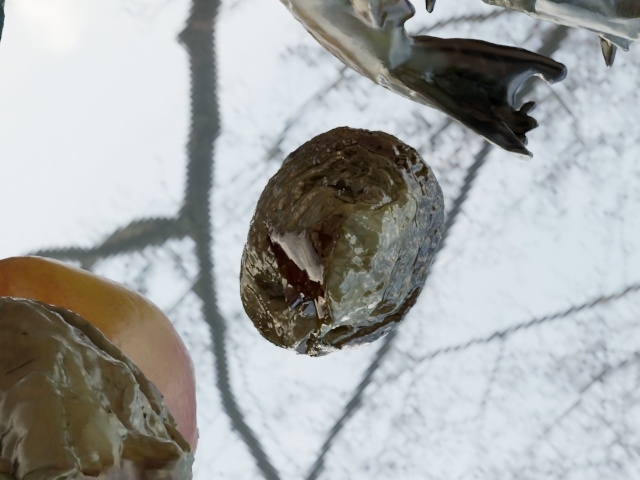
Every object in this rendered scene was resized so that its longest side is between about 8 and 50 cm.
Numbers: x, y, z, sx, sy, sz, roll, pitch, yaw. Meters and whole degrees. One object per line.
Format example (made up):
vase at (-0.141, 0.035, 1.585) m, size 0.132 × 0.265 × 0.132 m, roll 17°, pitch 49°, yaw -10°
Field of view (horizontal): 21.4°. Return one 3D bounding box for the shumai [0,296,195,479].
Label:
shumai at (-0.213, 0.165, 1.124) m, size 0.267 × 0.262 × 0.314 m, roll -5°, pitch -106°, yaw -7°

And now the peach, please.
peach at (-0.241, 0.164, 1.497) m, size 0.289 × 0.289 × 0.308 m, roll -50°, pitch -158°, yaw -10°

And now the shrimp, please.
shrimp at (0.077, -0.108, 0.788) m, size 0.178 × 0.289 × 0.075 m, roll 113°, pitch -5°, yaw -58°

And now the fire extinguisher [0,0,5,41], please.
fire extinguisher at (-0.276, -0.124, 0.762) m, size 0.095 × 0.311 × 0.115 m, roll -14°, pitch -94°, yaw 28°

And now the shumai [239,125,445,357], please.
shumai at (0.008, -0.006, 1.022) m, size 0.123 × 0.105 × 0.139 m, roll 35°, pitch -104°, yaw 19°
